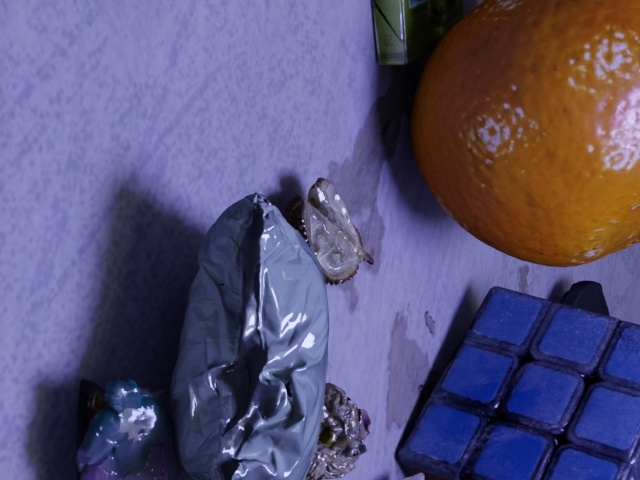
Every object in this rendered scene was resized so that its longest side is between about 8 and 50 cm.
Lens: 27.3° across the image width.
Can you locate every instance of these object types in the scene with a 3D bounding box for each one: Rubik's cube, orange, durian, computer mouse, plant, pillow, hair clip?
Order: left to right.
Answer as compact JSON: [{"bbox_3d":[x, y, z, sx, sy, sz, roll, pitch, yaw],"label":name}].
[{"bbox_3d":[-0.192,0.287,1.131,0.110,0.095,0.359,-5,104,-77],"label":"hair clip"},{"bbox_3d":[-0.062,0.112,1.218,0.310,0.138,0.283,88,8,-74],"label":"pillow"},{"bbox_3d":[-0.002,0.219,1.479,0.116,0.104,0.122,-43,175,-2],"label":"plant"},{"bbox_3d":[-0.001,-0.002,1.413,0.140,0.071,0.110,36,59,-42],"label":"durian"},{"bbox_3d":[0.331,0.287,1.796,0.301,0.305,0.304,-57,145,-25],"label":"Rubik's cube"},{"bbox_3d":[0.435,0.187,2.205,0.137,0.086,0.270,-48,127,-38],"label":"computer mouse"},{"bbox_3d":[0.318,-0.151,1.597,0.424,0.424,0.326,1,57,-60],"label":"orange"}]

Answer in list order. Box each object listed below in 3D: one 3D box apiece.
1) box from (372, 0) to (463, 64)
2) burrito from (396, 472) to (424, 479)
[{"bbox_3d":[0.112,-0.378,1.557,0.173,0.043,0.311,-35,126,-53],"label":"box"},{"bbox_3d":[0.022,0.401,1.539,0.392,0.076,0.117,-33,130,-51],"label":"burrito"}]
